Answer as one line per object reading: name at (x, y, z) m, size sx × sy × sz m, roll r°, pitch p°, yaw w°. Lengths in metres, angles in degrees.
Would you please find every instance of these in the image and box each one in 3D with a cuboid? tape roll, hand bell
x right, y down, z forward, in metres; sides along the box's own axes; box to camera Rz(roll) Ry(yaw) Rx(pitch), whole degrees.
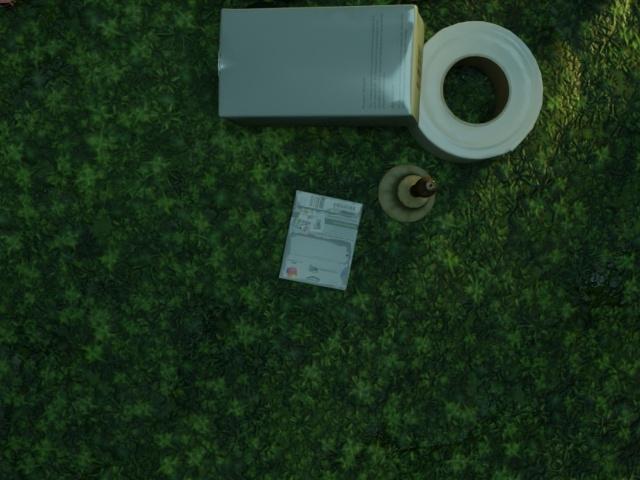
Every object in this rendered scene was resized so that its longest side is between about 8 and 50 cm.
tape roll at (0.312, -0.304, 1.657) m, size 0.286 × 0.100 × 0.286 m, roll 0°, pitch 90°, yaw -5°
hand bell at (0.195, -0.101, 1.577) m, size 0.126 × 0.242 × 0.126 m, roll 0°, pitch 90°, yaw -5°

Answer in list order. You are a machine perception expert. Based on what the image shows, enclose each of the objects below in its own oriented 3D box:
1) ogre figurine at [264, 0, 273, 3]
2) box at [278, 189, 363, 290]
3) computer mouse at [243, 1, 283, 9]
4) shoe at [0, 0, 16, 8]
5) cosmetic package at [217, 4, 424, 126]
ogre figurine at (-0.112, -0.551, 1.622) m, size 0.197 × 0.097 × 0.118 m, roll 7°, pitch 78°, yaw -16°
box at (0.000, 0.000, 1.663) m, size 0.145 × 0.038 × 0.186 m, roll 11°, pitch 88°, yaw -4°
computer mouse at (-0.043, -0.463, 1.642) m, size 0.242 × 0.071 × 0.041 m, roll 4°, pitch 80°, yaw -6°
shoe at (-0.608, -0.512, 1.597) m, size 0.178 × 0.063 × 0.081 m, roll -5°, pitch 92°, yaw 0°
cosmetic package at (0.001, -0.335, 1.557) m, size 0.385 × 0.156 × 0.217 m, roll 4°, pitch 91°, yaw 13°
